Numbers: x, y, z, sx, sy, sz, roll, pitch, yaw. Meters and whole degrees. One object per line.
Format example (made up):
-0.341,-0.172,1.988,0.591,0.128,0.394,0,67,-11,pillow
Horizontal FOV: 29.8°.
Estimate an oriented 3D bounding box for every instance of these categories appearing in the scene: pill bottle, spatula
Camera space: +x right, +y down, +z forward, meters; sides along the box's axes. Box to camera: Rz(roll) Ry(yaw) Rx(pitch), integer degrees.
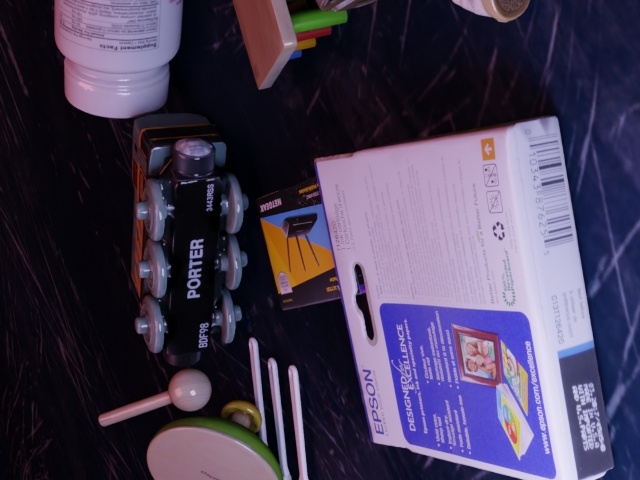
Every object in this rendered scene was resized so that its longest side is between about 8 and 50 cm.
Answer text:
-0.251,-0.308,1.503,0.160,0.160,0.283,45,138,43,pill bottle
-0.046,0.253,1.527,0.168,0.019,0.242,24,121,61,spatula

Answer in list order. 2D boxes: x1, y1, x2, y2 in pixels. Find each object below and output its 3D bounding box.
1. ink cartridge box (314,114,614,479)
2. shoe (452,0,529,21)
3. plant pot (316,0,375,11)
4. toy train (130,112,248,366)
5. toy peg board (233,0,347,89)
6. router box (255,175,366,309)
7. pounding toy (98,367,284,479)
0.122,0.053,1.104,0.307,0.072,0.303,0,102,62,ink cartridge box
0.128,-0.282,0.942,0.058,0.077,0.219,25,125,49,shoe
0.024,-0.300,1.047,0.167,0.167,0.165,-30,84,60,plant pot
-0.179,-0.003,1.544,0.190,0.142,0.334,-120,30,-50,toy train
-0.037,-0.261,1.258,0.160,0.079,0.161,144,111,-75,toy peg board
0.000,0.000,1.309,0.179,0.046,0.133,-18,86,60,router box
-0.137,0.249,1.551,0.183,0.110,0.237,-24,116,35,pounding toy
